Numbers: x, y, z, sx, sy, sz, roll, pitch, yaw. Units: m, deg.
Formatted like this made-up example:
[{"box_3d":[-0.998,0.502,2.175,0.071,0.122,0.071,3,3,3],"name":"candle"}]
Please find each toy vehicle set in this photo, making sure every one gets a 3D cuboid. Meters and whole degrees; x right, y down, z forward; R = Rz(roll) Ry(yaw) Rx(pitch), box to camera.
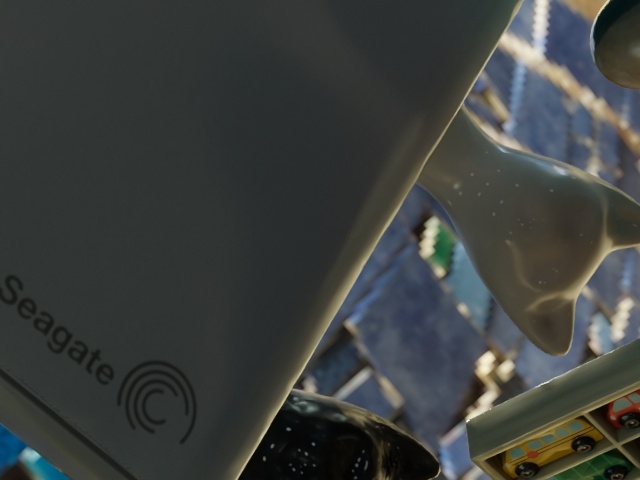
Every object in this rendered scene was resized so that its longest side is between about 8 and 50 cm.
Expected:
[{"box_3d":[0.257,0.127,1.388,0.267,0.166,0.035,-28,42,23],"name":"toy vehicle set"}]

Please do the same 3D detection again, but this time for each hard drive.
[{"box_3d":[-0.039,-0.114,0.645,0.047,0.233,0.353,-8,45,55],"name":"hard drive"}]

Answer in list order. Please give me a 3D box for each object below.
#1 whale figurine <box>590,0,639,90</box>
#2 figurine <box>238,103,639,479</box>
[{"box_3d":[0.213,-0.093,0.717,0.216,0.272,0.141,-54,42,36],"name":"whale figurine"},{"box_3d":[0.000,0.000,0.776,0.215,0.209,0.092,-46,3,0],"name":"figurine"}]
